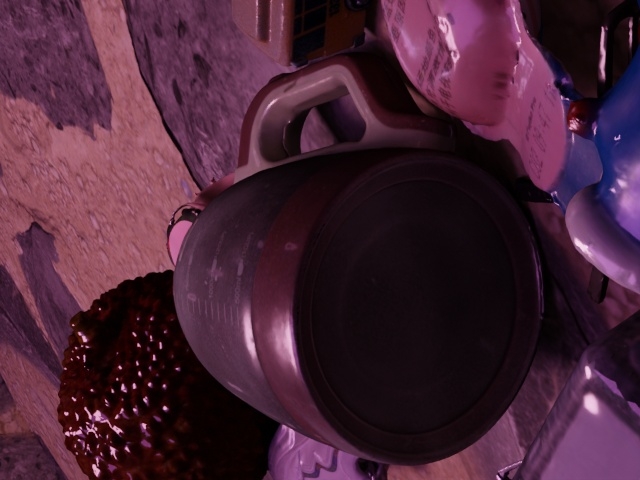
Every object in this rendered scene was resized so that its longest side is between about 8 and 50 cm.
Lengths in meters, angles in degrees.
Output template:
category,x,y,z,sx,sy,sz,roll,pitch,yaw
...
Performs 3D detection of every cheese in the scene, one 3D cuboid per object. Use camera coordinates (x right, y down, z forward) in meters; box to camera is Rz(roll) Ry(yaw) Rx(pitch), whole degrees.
category,x,y,z,sx,sy,sz,roll,pitch,yaw
cheese,0.108,-0.126,0.798,0.189,0.074,0.286,86,160,-50

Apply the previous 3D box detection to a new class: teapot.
category,x,y,z,sx,sy,sz,roll,pitch,yaw
teapot,0.000,0.000,1.017,0.312,0.233,0.314,7,87,56

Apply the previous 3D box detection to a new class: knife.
category,x,y,z,sx,sy,sz,roll,pitch,yaw
knife,0.162,-0.036,0.848,0.170,0.010,0.023,-164,56,-81

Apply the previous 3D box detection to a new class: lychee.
category,x,y,z,sx,sy,sz,roll,pitch,yaw
lychee,-0.171,0.173,1.408,0.304,0.275,0.276,39,165,-29

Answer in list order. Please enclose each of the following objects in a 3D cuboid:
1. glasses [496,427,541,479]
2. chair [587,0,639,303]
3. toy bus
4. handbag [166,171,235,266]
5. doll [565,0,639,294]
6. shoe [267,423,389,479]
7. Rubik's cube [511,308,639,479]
category,x,y,z,sx,sy,sz,roll,pitch,yaw
glasses,0.210,0.205,1.035,0.140,0.063,0.103,38,123,39
chair,0.220,-0.039,0.721,0.101,0.084,0.212,40,146,43
toy bus,-0.015,-0.224,0.938,0.091,0.103,0.182,46,150,30
handbag,-0.063,0.026,1.249,0.205,0.116,0.179,61,155,-1
doll,0.207,-0.093,0.564,0.161,0.215,0.256,21,124,9
shoe,0.022,0.221,1.310,0.137,0.095,0.245,49,145,30
Rubik's cube,0.273,0.160,0.562,0.305,0.301,0.303,47,150,26
